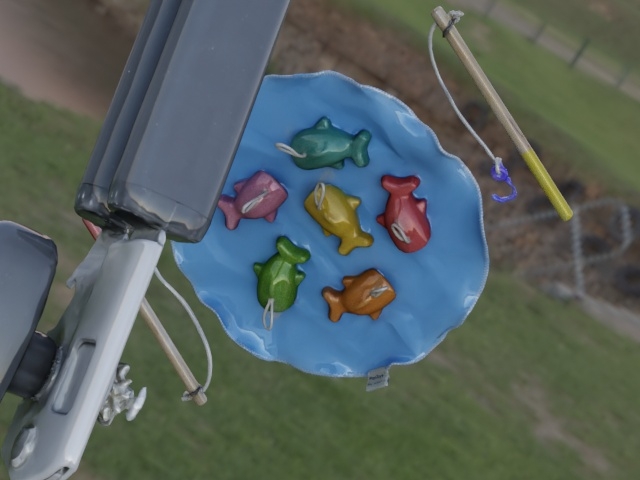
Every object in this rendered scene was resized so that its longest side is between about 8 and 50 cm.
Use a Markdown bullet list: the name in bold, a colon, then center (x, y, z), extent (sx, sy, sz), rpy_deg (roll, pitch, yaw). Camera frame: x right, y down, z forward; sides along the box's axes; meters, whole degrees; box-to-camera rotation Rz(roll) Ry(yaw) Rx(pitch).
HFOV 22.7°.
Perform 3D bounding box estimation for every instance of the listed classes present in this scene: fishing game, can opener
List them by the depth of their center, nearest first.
- **can opener**: center (-0.082, -0.030, 0.659), extent (0.093, 0.280, 0.074), rpy_deg (31, -15, -28)
- **fishing game**: center (0.000, 0.000, 0.887), extent (0.189, 0.264, 0.041), rpy_deg (60, 23, -13)
